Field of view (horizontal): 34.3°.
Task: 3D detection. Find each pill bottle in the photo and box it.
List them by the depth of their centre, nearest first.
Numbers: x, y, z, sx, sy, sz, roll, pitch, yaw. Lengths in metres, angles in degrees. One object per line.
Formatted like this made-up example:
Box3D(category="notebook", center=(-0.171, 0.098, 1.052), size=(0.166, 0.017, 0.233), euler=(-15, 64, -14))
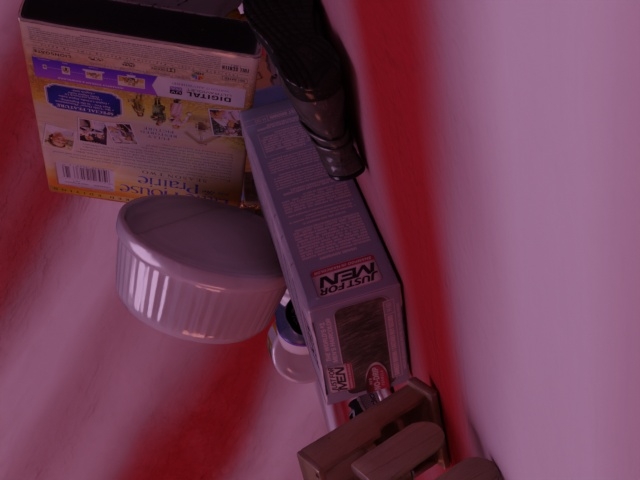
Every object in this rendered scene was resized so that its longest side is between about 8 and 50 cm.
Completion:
Box3D(category="pill bottle", center=(-0.051, 0.235, 2.354), size=(0.246, 0.136, 0.136), euler=(-146, 41, -82))

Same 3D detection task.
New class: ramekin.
Box3D(category="ramekin", center=(-0.173, 0.043, 1.504), size=(0.273, 0.273, 0.127), euler=(-116, 40, -62))

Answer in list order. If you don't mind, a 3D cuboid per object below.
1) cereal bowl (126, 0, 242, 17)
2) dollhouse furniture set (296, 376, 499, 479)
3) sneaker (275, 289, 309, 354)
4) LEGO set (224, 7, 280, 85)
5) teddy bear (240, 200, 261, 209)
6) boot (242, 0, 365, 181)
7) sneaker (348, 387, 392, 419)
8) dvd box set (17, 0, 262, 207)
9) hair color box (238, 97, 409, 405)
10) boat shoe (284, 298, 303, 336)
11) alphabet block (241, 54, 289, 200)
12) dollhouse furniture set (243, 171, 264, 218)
Box3D(category="cereal bowl", center=(-0.220, -0.372, 1.407), size=(0.141, 0.339, 0.339), euler=(53, 164, 30))
Box3D(category="dollhouse furniture set", center=(0.116, 0.264, 1.041), size=(0.242, 0.161, 0.212), euler=(29, 139, 50))
Box3D(category="sneaker", center=(-0.049, 0.028, 1.921), size=(0.322, 0.130, 0.236), euler=(-105, 13, -49))
Box3D(category="LEGO set", center=(-0.087, -0.316, 1.389), size=(0.087, 0.093, 0.227), euler=(-118, 13, -64))
Box3D(category="teddy bear", center=(-0.145, -0.163, 2.040), size=(0.245, 0.113, 0.338), euler=(-36, -72, -64))
Box3D(category="boot", center=(-0.019, -0.187, 1.189), size=(0.161, 0.083, 0.246), euler=(72, 179, -48))
Box3D(category="sneaker", center=(0.077, 0.276, 1.525), size=(0.170, 0.075, 0.063), euler=(80, 172, -47))
Box3D(category="dvd box set", center=(-0.249, -0.177, 1.475), size=(0.420, 0.308, 0.062), euler=(104, 173, -61))
Box3D(category="hair color box", center=(0.000, 0.000, 1.324), size=(0.185, 0.114, 0.374), euler=(79, 173, -46))
Box3D(category="boat shoe", center=(0.001, 0.102, 1.589), size=(0.340, 0.113, 0.127), euler=(115, 138, -82))
Box3D(category="alphabet block", center=(-0.147, -0.193, 1.813), size=(0.197, 0.194, 0.192), euler=(-116, 13, -61))
Box3D(category="dollhouse furniture set", center=(-0.047, -0.046, 1.640), size=(0.123, 0.144, 0.151), euler=(125, 143, -77))
